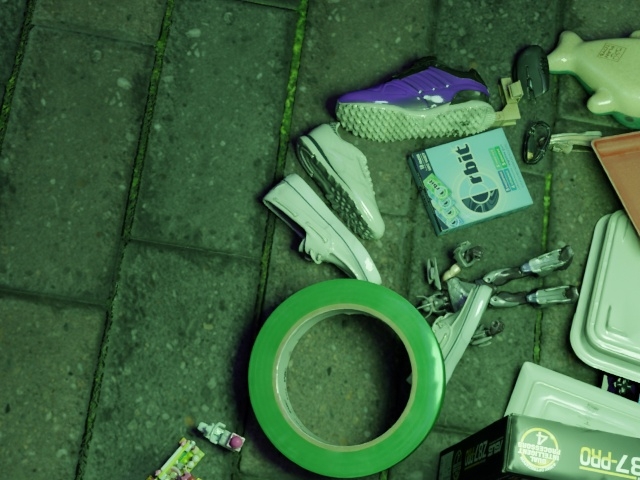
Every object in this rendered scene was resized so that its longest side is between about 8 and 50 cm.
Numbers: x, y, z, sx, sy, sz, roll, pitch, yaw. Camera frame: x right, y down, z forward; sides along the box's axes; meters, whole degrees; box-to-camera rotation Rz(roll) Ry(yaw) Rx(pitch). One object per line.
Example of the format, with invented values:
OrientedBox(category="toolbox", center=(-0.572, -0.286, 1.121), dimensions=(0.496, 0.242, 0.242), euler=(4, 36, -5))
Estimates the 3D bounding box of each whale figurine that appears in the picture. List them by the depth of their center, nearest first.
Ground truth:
OrientedBox(category="whale figurine", center=(0.562, -0.305, 2.088), dimensions=(0.272, 0.141, 0.216), euler=(23, 64, 24))

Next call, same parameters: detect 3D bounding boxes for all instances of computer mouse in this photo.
OrientedBox(category="computer mouse", center=(0.395, -0.259, 2.060), dimensions=(0.071, 0.041, 0.242), euler=(-11, 68, 32))

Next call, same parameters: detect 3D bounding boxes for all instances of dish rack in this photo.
OrientedBox(category="dish rack", center=(0.609, 0.097, 1.941), dimensions=(0.285, 0.072, 0.333), euler=(18, 58, 5))

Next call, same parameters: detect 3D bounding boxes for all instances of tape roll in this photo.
OrientedBox(category="tape roll", center=(0.045, 0.226, 1.809), dimensions=(0.321, 0.077, 0.321), euler=(-2, 79, 10))

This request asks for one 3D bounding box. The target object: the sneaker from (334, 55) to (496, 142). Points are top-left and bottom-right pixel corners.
OrientedBox(category="sneaker", center=(0.168, -0.270, 2.027), dimensions=(0.293, 0.102, 0.146), euler=(-1, 62, -7))

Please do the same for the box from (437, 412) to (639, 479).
OrientedBox(category="box", center=(0.378, 0.367, 1.698), dimensions=(0.318, 0.395, 0.097), euler=(11, 70, -6))

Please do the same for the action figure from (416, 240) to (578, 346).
OrientedBox(category="action figure", center=(0.303, 0.085, 1.931), dimensions=(0.285, 0.099, 0.185), euler=(-12, 88, -7))

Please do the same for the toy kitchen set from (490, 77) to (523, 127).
OrientedBox(category="toy kitchen set", center=(0.333, -0.264, 2.057), dimensions=(0.075, 0.068, 0.083), euler=(-8, 74, -10))

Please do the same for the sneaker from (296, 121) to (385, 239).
OrientedBox(category="sneaker", center=(0.055, -0.109, 1.965), dimensions=(0.095, 0.090, 0.235), euler=(-29, 80, -25))

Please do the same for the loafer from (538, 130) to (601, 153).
OrientedBox(category="loafer", center=(0.473, -0.180, 2.066), dimensions=(0.125, 0.045, 0.039), euler=(-7, 81, -13))

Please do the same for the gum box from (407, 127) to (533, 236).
OrientedBox(category="gum box", center=(0.274, -0.108, 2.015), dimensions=(0.184, 0.041, 0.157), euler=(-17, 76, -14))

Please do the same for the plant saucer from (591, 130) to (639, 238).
OrientedBox(category="plant saucer", center=(0.647, -0.091, 1.994), dimensions=(0.259, 0.047, 0.258), euler=(-10, 58, -15))

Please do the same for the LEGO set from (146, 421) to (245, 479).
OrientedBox(category="LEGO set", center=(-0.223, 0.419, 1.746), dimensions=(0.132, 0.107, 0.287), euler=(19, 71, -2))

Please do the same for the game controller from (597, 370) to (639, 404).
OrientedBox(category="game controller", center=(0.638, 0.291, 1.931), dimensions=(0.319, 0.067, 0.166), euler=(14, 71, -3))

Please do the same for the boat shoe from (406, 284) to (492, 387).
OrientedBox(category="boat shoe", center=(0.212, 0.166, 1.855), dimensions=(0.076, 0.083, 0.226), euler=(27, 106, 10))

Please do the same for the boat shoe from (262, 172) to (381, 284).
OrientedBox(category="boat shoe", center=(0.000, 0.000, 1.925), dimensions=(0.084, 0.095, 0.258), euler=(-38, 71, -13))

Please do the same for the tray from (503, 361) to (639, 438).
OrientedBox(category="tray", center=(0.454, 0.321, 1.884), dimensions=(0.270, 0.030, 0.145), euler=(20, 87, 3))
